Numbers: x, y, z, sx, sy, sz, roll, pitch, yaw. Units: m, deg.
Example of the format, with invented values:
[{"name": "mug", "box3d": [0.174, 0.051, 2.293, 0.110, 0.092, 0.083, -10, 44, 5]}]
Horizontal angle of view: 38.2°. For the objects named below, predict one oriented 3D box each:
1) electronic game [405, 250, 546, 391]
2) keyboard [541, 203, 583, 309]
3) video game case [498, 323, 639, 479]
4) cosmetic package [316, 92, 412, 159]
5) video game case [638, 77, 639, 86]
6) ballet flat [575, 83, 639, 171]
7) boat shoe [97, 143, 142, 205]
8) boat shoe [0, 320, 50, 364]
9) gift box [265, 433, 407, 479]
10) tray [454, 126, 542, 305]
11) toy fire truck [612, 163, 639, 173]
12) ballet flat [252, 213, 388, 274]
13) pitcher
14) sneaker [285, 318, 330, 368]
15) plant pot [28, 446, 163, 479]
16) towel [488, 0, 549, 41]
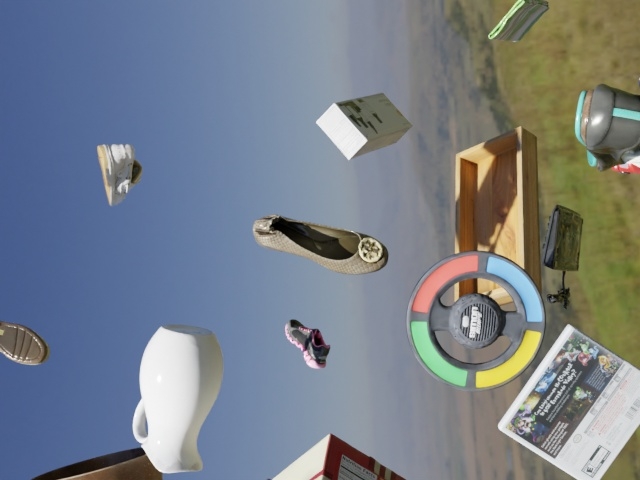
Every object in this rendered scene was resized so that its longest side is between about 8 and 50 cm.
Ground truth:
[{"name": "electronic game", "box3d": [0.252, 0.130, 1.495, 0.048, 0.229, 0.229, -141, 48, -86]}, {"name": "keyboard", "box3d": [0.473, 0.037, 1.817, 0.317, 0.033, 0.201, 7, -91, -65]}, {"name": "video game case", "box3d": [0.389, 0.248, 1.382, 0.190, 0.173, 0.022, -57, 4, 7]}, {"name": "cosmetic package", "box3d": [0.091, -0.228, 1.810, 0.099, 0.060, 0.239, 51, -151, 6]}, {"name": "video game case", "box3d": [0.558, -0.207, 0.956, 0.329, 0.300, 0.036, -55, 0, 33]}, {"name": "ballet flat", "box3d": [0.359, -0.127, 1.096, 0.280, 0.096, 0.095, -12, -71, -71]}, {"name": "boat shoe", "box3d": [-0.471, -0.156, 2.207, 0.277, 0.096, 0.098, 124, 130, -72]}, {"name": "boat shoe", "box3d": [-0.592, 0.195, 1.789, 0.068, 0.190, 0.072, -62, -23, -16]}, {"name": "gift box", "box3d": [-0.001, 0.505, 1.462, 0.258, 0.255, 0.276, -45, 14, 35]}, {"name": "tray", "box3d": [0.421, -0.048, 2.202, 0.076, 0.203, 0.411, 23, -120, -36]}, {"name": "toy fire truck", "box3d": [0.610, -0.126, 1.568, 0.135, 0.192, 0.047, -150, 67, -77]}, {"name": "ballet flat", "box3d": [0.000, 0.000, 1.648, 0.058, 0.250, 0.084, 96, -170, -56]}, {"name": "pitcher", "box3d": [-0.235, 0.234, 1.438, 0.125, 0.177, 0.207, 6, -86, -42]}, {"name": "sneaker", "box3d": [-0.019, 0.174, 1.656, 0.119, 0.047, 0.057, 47, 126, 39]}, {"name": "plant pot", "box3d": [-0.338, 0.472, 1.485, 0.215, 0.215, 0.230, 36, -140, -84]}, {"name": "towel", "box3d": [0.427, -0.469, 1.977, 0.113, 0.023, 0.152, -51, -18, 29]}]
